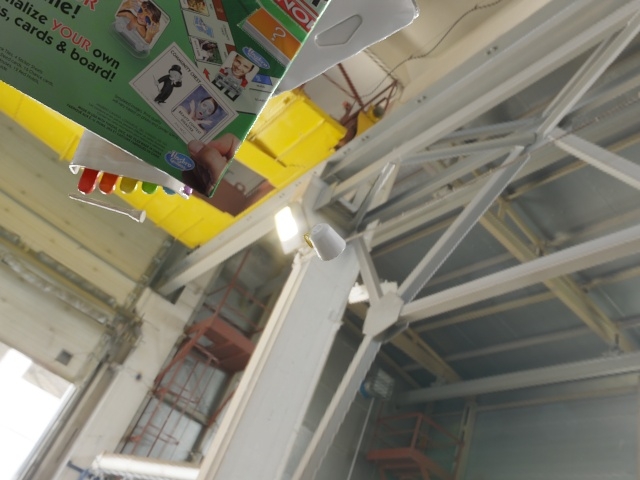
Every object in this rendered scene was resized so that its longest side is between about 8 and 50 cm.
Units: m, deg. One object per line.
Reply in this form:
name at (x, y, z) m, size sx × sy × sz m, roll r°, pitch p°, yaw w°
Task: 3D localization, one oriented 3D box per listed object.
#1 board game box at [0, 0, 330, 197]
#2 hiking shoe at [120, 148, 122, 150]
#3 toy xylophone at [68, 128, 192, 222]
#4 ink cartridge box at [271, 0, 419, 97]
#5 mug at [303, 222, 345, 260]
board game box at (-0.149, -0.195, 0.340) m, size 0.317 × 0.213 × 0.046 m, roll 31°, pitch 7°, yaw -22°
hiking shoe at (-0.375, -0.260, 1.276) m, size 0.304 × 0.132 × 0.113 m, roll 22°, pitch -38°, yaw 31°
toy xylophone at (-0.463, -0.168, 1.382) m, size 0.323 × 0.236 × 0.081 m, roll 21°, pitch -16°, yaw 9°
ink cartridge box at (-0.046, -0.286, 0.803) m, size 0.129 × 0.223 × 0.307 m, roll 61°, pitch -16°, yaw -16°
mug at (0.002, 0.001, 1.168) m, size 0.078 × 0.062 × 0.064 m, roll -24°, pitch -57°, yaw 20°
